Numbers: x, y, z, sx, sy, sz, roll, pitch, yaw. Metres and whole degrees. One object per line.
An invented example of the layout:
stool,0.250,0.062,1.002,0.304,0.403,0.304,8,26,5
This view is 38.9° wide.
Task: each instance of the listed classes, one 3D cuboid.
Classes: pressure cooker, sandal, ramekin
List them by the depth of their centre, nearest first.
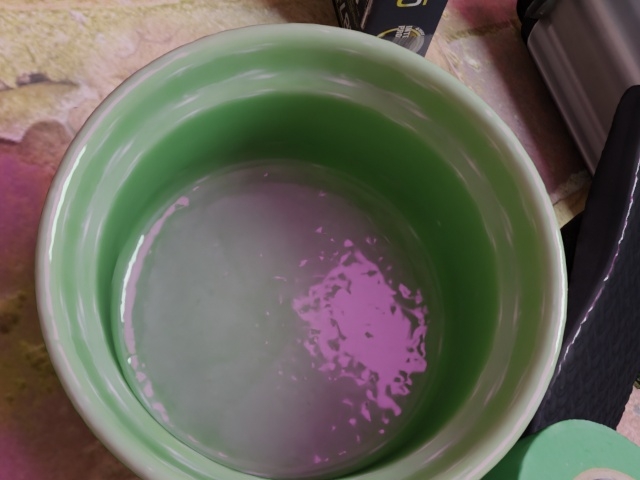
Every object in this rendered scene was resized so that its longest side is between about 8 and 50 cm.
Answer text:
ramekin,-0.015,0.032,0.576,0.303,0.148,0.303,3,71,-8
sandal,0.269,0.046,0.917,0.167,0.107,0.446,44,63,-41
pressure cooker,0.454,-0.268,1.151,0.375,0.370,0.420,-20,75,-7

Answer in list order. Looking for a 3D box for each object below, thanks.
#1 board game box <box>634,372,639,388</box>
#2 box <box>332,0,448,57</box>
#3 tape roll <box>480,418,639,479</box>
board game box,0.453,0.066,1.103,0.030,0.136,0.260,45,42,-10
box,0.054,-0.422,0.904,0.097,0.318,0.395,-6,66,-15
tape roll,0.224,0.296,0.671,0.321,0.077,0.321,29,40,-28
